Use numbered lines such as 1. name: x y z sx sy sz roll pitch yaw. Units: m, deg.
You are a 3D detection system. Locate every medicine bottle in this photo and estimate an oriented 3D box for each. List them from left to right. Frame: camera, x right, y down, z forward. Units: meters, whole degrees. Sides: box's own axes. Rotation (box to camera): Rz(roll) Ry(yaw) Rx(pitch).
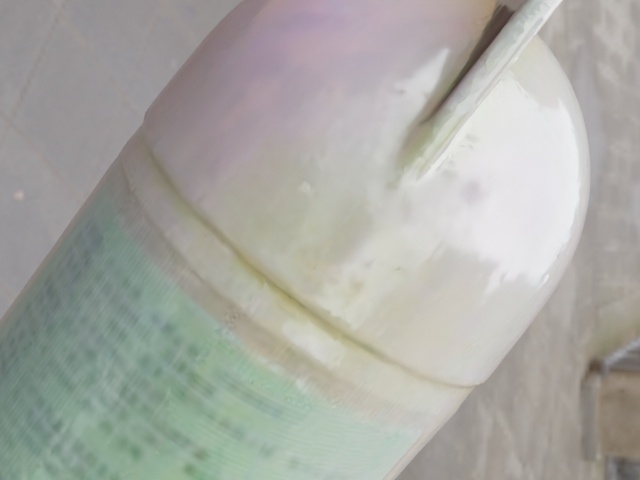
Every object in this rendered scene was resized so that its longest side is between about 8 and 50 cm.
1. medicine bottle: 0.000 0.000 0.698 0.406 0.236 0.236 -52 159 14
